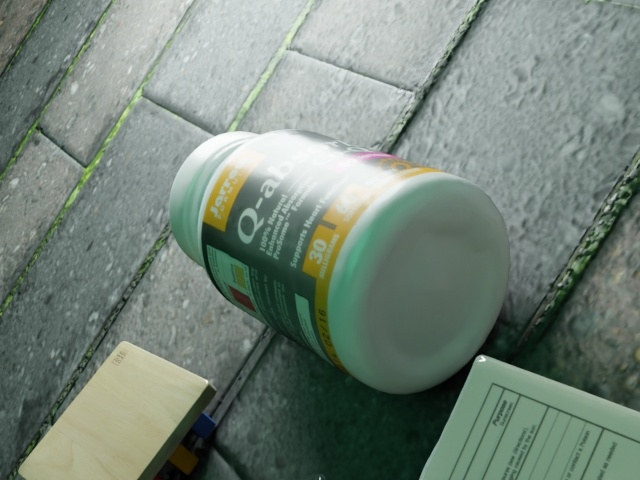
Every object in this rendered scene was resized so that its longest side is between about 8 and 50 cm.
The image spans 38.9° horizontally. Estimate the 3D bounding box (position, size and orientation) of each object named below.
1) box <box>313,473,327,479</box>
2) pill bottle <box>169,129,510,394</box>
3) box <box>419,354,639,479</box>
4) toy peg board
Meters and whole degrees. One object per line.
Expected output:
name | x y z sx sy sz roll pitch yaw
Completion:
box | -0.004 0.286 0.574 0.183 0.056 0.231 -36 39 -11
pill bottle | 0.000 0.000 0.723 0.278 0.162 0.162 24 83 49
box | 0.170 0.175 0.464 0.232 0.127 0.148 17 79 50
toy peg board | -0.175 0.197 0.855 0.161 0.079 0.160 14 60 48
